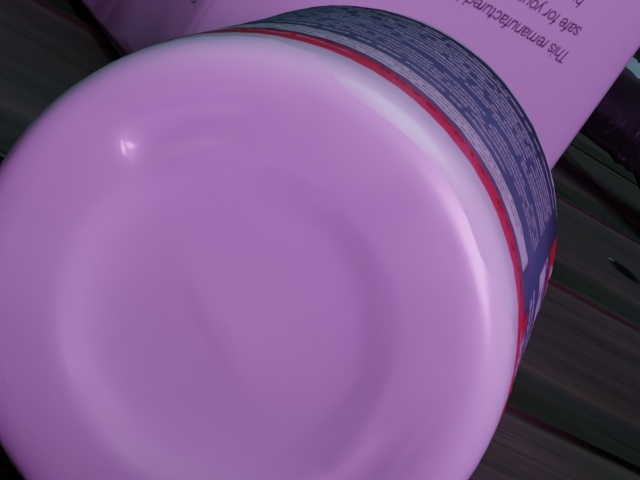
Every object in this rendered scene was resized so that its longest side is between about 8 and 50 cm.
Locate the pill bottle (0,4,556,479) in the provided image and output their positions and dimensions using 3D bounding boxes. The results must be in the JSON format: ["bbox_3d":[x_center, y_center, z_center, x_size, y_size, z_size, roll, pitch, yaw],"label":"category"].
[{"bbox_3d":[0.000,0.000,0.399,0.108,0.108,0.180,38,16,3],"label":"pill bottle"}]

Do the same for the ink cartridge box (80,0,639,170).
[{"bbox_3d":[0.057,-0.160,0.674,0.201,0.278,0.117,22,18,-42],"label":"ink cartridge box"}]

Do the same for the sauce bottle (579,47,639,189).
[{"bbox_3d":[0.282,-0.012,1.038,0.344,0.111,0.111,40,16,9],"label":"sauce bottle"}]
